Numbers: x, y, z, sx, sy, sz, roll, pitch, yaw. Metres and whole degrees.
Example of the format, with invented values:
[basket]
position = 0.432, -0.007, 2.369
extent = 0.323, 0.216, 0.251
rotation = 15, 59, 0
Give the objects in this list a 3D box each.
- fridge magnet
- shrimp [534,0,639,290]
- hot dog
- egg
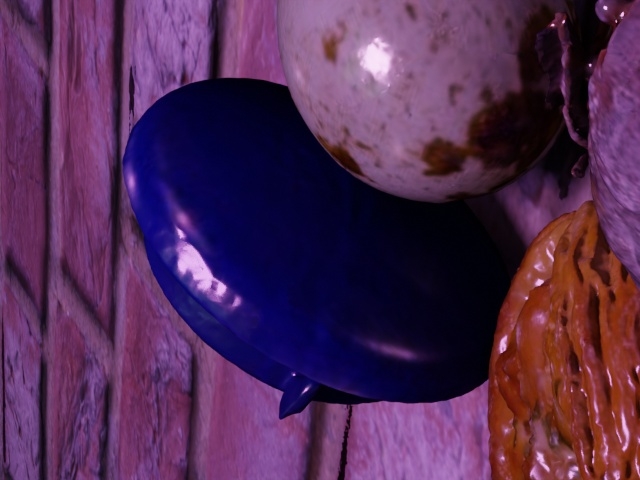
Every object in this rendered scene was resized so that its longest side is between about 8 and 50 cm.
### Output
[fridge magnet]
position = 0.000, 0.000, 0.901
extent = 0.113, 0.265, 0.265
rotation = -54, 48, 31
[shrimp]
position = 0.165, -0.072, 0.580
extent = 0.116, 0.145, 0.343
rotation = 49, 176, 28
[hot dog]
position = 0.163, 0.111, 0.769
extent = 0.196, 0.122, 0.272
rotation = 119, 134, -70
[egg]
position = 0.056, -0.125, 0.850
extent = 0.169, 0.169, 0.231
rotation = 107, 151, -42
